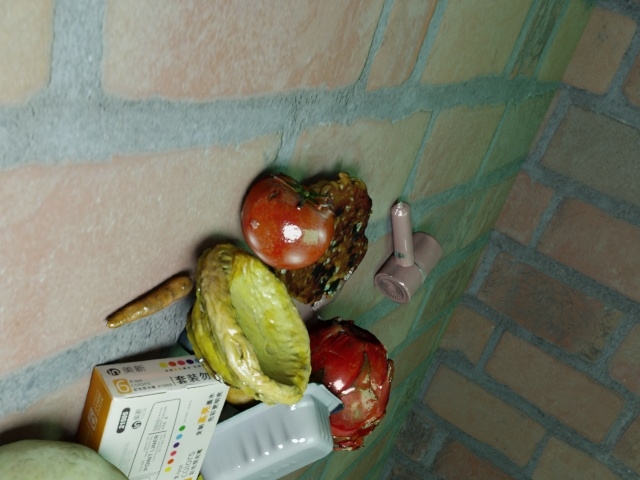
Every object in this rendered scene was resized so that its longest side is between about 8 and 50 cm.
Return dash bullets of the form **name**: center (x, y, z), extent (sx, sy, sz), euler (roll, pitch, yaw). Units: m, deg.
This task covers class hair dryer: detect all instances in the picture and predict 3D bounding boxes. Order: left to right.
- **hair dryer**: center (0.256, 0.002, 1.796), extent (0.210, 0.125, 0.353), euler (-47, 146, -28)

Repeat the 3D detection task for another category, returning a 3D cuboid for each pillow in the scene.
- **pillow**: center (0.043, 0.093, 1.553), extent (0.118, 0.043, 0.185), euler (-17, 132, -60)

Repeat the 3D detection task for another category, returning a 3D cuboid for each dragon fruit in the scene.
- **dragon fruit**: center (0.035, 0.345, 1.517), extent (0.302, 0.295, 0.295), euler (-65, 156, 7)

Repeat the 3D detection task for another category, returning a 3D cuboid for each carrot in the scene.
- **carrot**: center (-0.264, 0.098, 0.970), extent (0.165, 0.035, 0.036), euler (-33, 145, -44)

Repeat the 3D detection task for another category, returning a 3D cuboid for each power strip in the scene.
- **power strip**: center (-0.239, 0.435, 1.366), extent (0.192, 0.035, 0.081), euler (-46, 152, -29)

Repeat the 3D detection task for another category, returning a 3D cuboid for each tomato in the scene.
- **tomato**: center (-0.058, -0.028, 1.088), extent (0.167, 0.167, 0.167), euler (-44, 152, -32)

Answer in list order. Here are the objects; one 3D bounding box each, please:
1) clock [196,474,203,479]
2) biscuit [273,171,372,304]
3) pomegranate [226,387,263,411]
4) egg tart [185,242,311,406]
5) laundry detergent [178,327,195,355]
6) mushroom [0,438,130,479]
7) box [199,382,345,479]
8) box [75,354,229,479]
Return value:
- **clock**: center (-0.220, 0.602, 1.581), extent (0.277, 0.071, 0.294), euler (-26, 140, -52)
- **biscuit**: center (0.002, -0.004, 1.324), extent (0.289, 0.081, 0.334), euler (-55, 151, -10)
- **pomegranate**: center (-0.119, 0.264, 1.285), extent (0.196, 0.196, 0.196), euler (-44, 152, -32)
- **egg tart**: center (-0.129, 0.146, 1.030), extent (0.123, 0.294, 0.294), euler (-28, 162, 17)
- **laundry detergent**: center (-0.166, 0.137, 1.155), extent (0.206, 0.061, 0.097), euler (-50, 123, -21)
- **mushroom**: center (-0.393, 0.444, 0.830), extent (0.352, 0.352, 0.260), euler (-56, -161, -8)
- **box**: center (-0.110, 0.421, 1.256), extent (0.336, 0.106, 0.264), euler (-26, 150, 4)
- **box**: center (-0.291, 0.328, 1.044), extent (0.220, 0.091, 0.274), euler (-1, 120, -41)
